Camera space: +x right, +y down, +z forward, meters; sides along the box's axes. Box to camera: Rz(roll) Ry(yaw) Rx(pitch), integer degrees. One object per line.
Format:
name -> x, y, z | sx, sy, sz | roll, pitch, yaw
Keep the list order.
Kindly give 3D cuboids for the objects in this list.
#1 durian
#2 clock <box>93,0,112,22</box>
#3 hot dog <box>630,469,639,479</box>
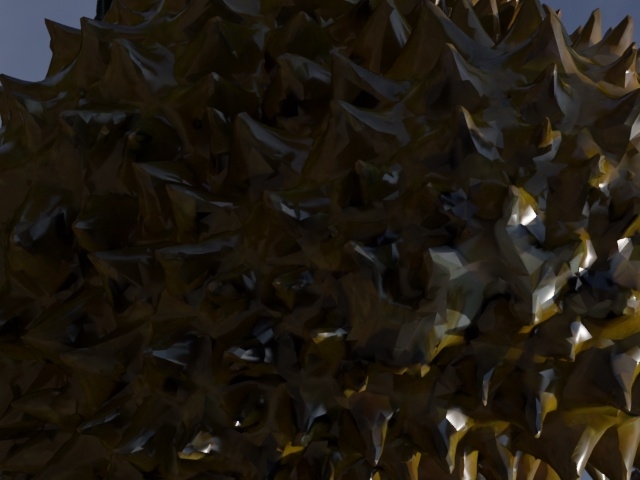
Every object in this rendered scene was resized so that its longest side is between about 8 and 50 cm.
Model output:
durian -> 0.003, 0.007, 0.430 | 0.249, 0.138, 0.183 | -23, -75, 0
clock -> -0.063, -0.283, 1.533 | 0.386, 0.076, 0.386 | -19, -120, 38
hot dog -> 0.299, 0.240, 1.048 | 0.272, 0.122, 0.196 | 8, -92, 25
